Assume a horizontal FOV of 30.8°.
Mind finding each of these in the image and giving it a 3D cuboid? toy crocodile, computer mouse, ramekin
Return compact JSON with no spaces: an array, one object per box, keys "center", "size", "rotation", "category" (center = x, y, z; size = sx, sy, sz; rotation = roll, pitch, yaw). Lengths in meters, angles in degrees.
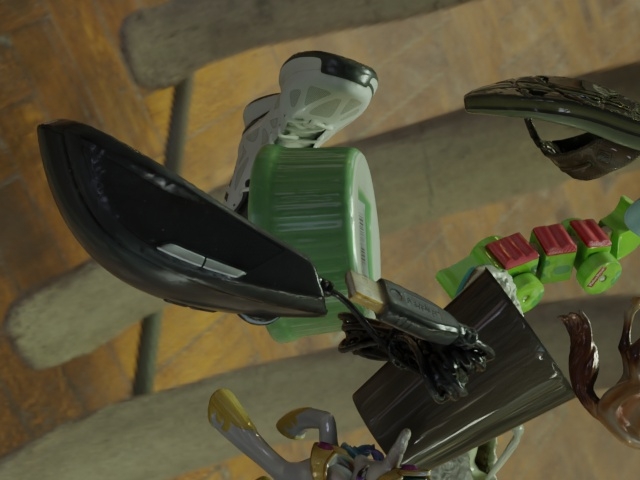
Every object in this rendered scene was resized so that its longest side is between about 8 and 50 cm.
[{"center":[0.335,0.022,1.733],"size":[0.340,0.115,0.105],"rotation":[-14,135,-15],"category":"toy crocodile"},{"center":[-0.036,0.023,0.615],"size":[0.262,0.184,0.060],"rotation":[32,80,-22],"category":"computer mouse"},{"center":[0.000,0.000,1.752],"size":[0.303,0.148,0.303],"rotation":[-4,90,-79],"category":"ramekin"}]

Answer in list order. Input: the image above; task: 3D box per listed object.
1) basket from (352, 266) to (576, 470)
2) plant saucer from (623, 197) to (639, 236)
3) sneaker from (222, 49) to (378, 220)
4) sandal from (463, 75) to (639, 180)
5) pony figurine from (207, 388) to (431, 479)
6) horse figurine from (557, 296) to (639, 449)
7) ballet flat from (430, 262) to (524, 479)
[{"center":[0.167,0.177,1.416],"size":[0.204,0.227,0.154],"rotation":[52,5,-22],"category":"basket"},{"center":[0.450,-0.036,1.339],"size":[0.195,0.195,0.037],"rotation":[28,64,-42],"category":"plant saucer"},{"center":[-0.041,-0.148,2.020],"size":[0.169,0.447,0.258],"rotation":[18,72,-18],"category":"sneaker"},{"center":[0.276,-0.094,1.119],"size":[0.120,0.302,0.086],"rotation":[-31,136,-59],"category":"sandal"},{"center":[-0.009,0.364,1.379],"size":[0.302,0.363,0.351],"rotation":[4,93,-38],"category":"pony figurine"},{"center":[0.344,0.154,1.117],"size":[0.066,0.263,0.175],"rotation":[22,88,-56],"category":"horse figurine"},{"center":[0.242,0.219,1.667],"size":[0.147,0.147,0.409],"rotation":[-38,145,-47],"category":"ballet flat"}]
